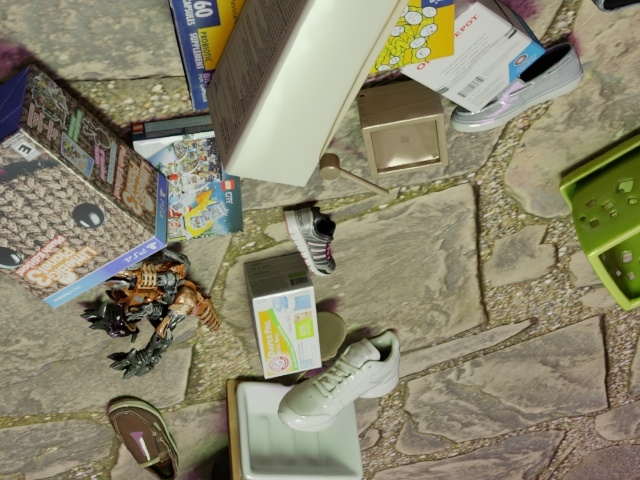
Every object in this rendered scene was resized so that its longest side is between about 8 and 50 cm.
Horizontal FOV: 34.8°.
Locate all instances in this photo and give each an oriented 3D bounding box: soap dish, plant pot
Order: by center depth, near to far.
[{"bbox_3d":[0.571,-0.046,1.833,0.228,0.207,0.227,-31,137,14],"label":"plant pot"},{"bbox_3d":[-0.062,0.412,2.112,0.291,0.229,0.118,8,149,-26],"label":"soap dish"}]

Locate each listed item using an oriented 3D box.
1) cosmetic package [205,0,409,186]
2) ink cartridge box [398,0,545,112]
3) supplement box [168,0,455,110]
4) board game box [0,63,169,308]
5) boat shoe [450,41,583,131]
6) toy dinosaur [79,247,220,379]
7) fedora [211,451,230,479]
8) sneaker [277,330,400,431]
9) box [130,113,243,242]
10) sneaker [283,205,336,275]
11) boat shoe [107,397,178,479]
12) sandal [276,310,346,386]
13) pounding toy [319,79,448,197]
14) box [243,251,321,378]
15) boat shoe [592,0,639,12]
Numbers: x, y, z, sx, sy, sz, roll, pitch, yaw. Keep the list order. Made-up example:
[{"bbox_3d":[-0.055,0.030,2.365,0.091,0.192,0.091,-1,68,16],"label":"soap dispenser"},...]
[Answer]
[{"bbox_3d":[-0.020,-0.230,1.172,0.113,0.160,0.309,8,134,-26],"label":"cosmetic package"},{"bbox_3d":[0.212,-0.291,1.508,0.148,0.086,0.203,-41,144,25],"label":"ink cartridge box"},{"bbox_3d":[-0.021,-0.333,1.326,0.356,0.195,0.194,-13,139,-6],"label":"supplement box"},{"bbox_3d":[-0.402,-0.069,1.486,0.232,0.141,0.291,-28,133,22],"label":"board game box"},{"bbox_3d":[0.306,-0.250,1.627,0.227,0.079,0.081,-24,129,0],"label":"boat shoe"},{"bbox_3d":[-0.282,0.118,1.769,0.322,0.164,0.218,36,101,-32],"label":"toy dinosaur"},{"bbox_3d":[-0.141,0.558,2.282,0.334,0.152,0.334,-11,141,-9],"label":"fedora"},{"bbox_3d":[0.038,0.270,2.036,0.305,0.114,0.152,-24,139,-35],"label":"sneaker"},{"bbox_3d":[-0.209,-0.095,1.632,0.159,0.044,0.233,-9,138,-9],"label":"box"},{"bbox_3d":[0.000,0.000,1.792,0.074,0.063,0.170,-21,134,13],"label":"sneaker"},{"bbox_3d":[-0.353,0.418,2.100,0.095,0.095,0.257,-23,138,6],"label":"boat shoe"},{"bbox_3d":[-0.004,0.202,2.022,0.079,0.088,0.240,-21,159,-47],"label":"sandal"},{"bbox_3d":[0.095,-0.159,1.641,0.206,0.094,0.181,-10,144,5],"label":"pounding toy"},{"bbox_3d":[-0.068,0.139,1.866,0.114,0.103,0.203,-12,128,-7],"label":"box"},{"bbox_3d":[0.535,-0.412,1.501,0.301,0.102,0.108,-17,139,0],"label":"boat shoe"}]
